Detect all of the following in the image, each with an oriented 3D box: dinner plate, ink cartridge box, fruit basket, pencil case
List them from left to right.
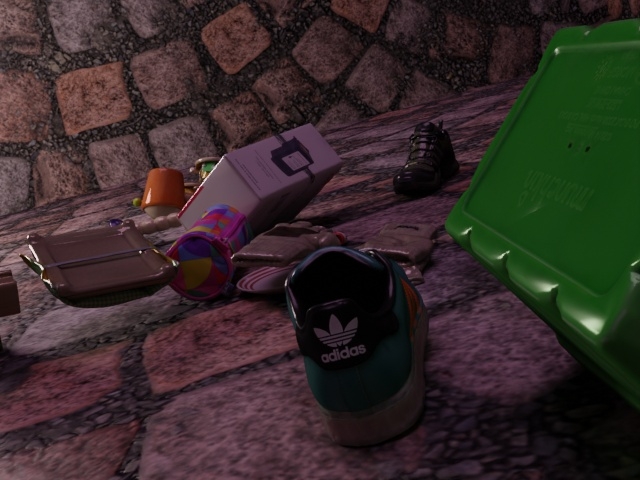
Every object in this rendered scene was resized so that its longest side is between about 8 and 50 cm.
[{"bbox_3d":[-0.153,0.013,1.254,0.104,0.105,0.236,-13,12,4],"label":"pencil case"},{"bbox_3d":[-0.097,-0.085,1.471,0.237,0.100,0.172,-29,-13,-50],"label":"ink cartridge box"},{"bbox_3d":[-0.040,0.048,1.156,0.141,0.017,0.141,-14,13,3],"label":"dinner plate"},{"bbox_3d":[0.304,0.013,0.519,0.392,0.283,0.392,29,7,-4],"label":"fruit basket"}]

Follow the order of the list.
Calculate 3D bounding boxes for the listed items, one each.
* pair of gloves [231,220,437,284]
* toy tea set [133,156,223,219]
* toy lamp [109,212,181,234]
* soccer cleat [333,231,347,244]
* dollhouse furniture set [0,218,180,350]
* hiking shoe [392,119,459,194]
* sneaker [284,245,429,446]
[{"bbox_3d":[0.023,0.014,1.113,0.240,0.042,0.204,2,13,10],"label":"pair of gloves"},{"bbox_3d":[-0.231,-0.089,1.876,0.336,0.124,0.200,-9,-17,37],"label":"toy tea set"},{"bbox_3d":[-0.264,-0.045,1.703,0.274,0.080,0.080,-17,12,-10],"label":"toy lamp"},{"bbox_3d":[0.000,0.000,1.311,0.083,0.029,0.035,-6,5,20],"label":"soccer cleat"},{"bbox_3d":[-0.348,0.089,1.123,0.301,0.151,0.197,-10,25,-26],"label":"dollhouse furniture set"},{"bbox_3d":[0.181,-0.153,1.595,0.086,0.114,0.227,-8,13,27],"label":"hiking shoe"},{"bbox_3d":[0.032,0.047,0.759,0.108,0.121,0.302,-16,17,5],"label":"sneaker"}]
